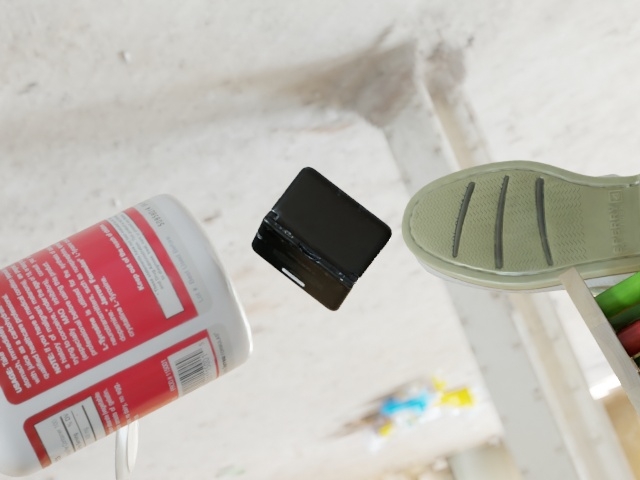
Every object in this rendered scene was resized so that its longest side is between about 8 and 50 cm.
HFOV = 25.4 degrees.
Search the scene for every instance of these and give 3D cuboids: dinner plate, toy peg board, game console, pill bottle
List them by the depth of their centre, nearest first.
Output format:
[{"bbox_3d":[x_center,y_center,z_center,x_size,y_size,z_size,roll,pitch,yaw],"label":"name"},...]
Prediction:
[{"bbox_3d":[0.263,0.098,1.038,0.079,0.160,0.161,-32,145,9],"label":"toy peg board"},{"bbox_3d":[0.000,0.000,1.539,0.071,0.122,0.107,-49,174,-32],"label":"game console"},{"bbox_3d":[-0.303,0.127,1.635,0.408,0.229,0.229,-26,163,-15],"label":"pill bottle"},{"bbox_3d":[-0.276,0.285,2.032,0.017,0.141,0.141,2,159,0],"label":"dinner plate"}]

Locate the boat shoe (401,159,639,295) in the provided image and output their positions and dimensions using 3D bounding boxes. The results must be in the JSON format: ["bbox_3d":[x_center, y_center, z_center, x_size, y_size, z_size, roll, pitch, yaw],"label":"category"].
[{"bbox_3d":[0.219,0.000,1.139,0.302,0.113,0.103,-1,159,24],"label":"boat shoe"}]
